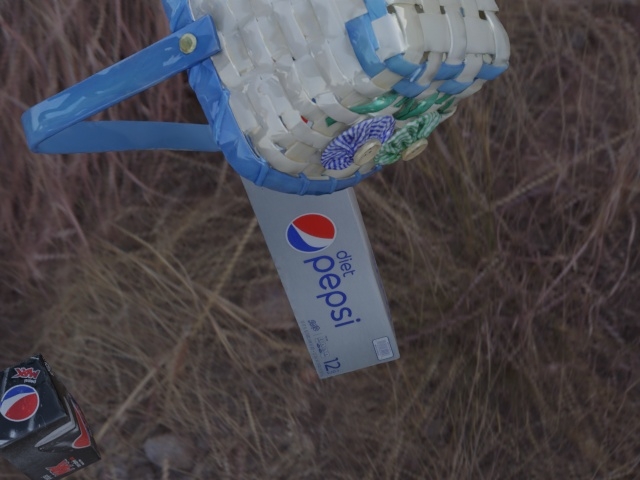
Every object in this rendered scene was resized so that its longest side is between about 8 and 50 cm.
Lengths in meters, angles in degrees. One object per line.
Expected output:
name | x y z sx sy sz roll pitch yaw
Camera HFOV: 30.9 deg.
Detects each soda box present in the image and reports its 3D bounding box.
soda box | -0.216 0.142 0.892 0.060 0.169 0.053 -25 72 -10
soda box | 0.000 0.000 1.138 0.091 0.286 0.098 -15 38 5

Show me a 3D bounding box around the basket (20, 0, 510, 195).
basket | -0.036 -0.125 0.822 0.289 0.255 0.201 -18 87 33
